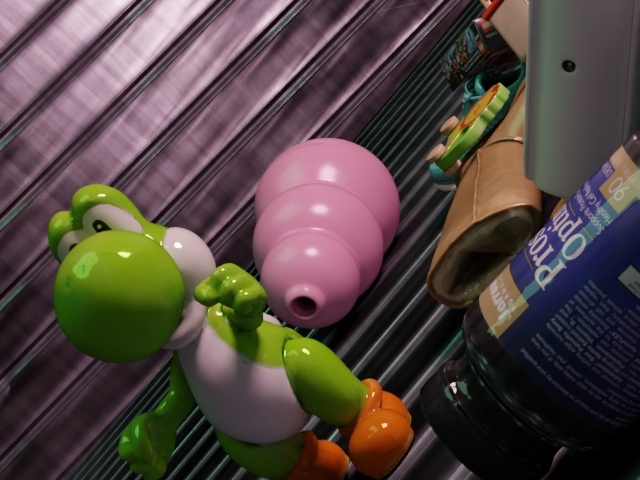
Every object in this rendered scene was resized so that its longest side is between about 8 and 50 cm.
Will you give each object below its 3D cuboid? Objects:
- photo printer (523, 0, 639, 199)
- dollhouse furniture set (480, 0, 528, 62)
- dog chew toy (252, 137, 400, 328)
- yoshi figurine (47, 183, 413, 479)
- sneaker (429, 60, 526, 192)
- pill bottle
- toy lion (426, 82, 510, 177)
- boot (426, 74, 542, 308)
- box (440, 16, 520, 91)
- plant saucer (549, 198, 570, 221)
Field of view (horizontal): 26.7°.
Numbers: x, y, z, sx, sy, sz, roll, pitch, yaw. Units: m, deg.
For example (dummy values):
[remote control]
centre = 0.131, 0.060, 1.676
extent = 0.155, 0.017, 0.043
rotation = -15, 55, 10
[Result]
[photo printer]
centre = 0.252, -0.227, 1.174
extent = 0.256, 0.107, 0.308
rotation = -56, -31, -50
[dollhouse furniture set]
centre = 0.282, -0.317, 1.423
extent = 0.262, 0.135, 0.259
rotation = 5, -42, -44
[dog chew toy]
centre = 0.000, 0.000, 1.832
extent = 0.206, 0.206, 0.332
rotation = -45, 17, 28
[yoshi figurine]
centre = -0.101, 0.106, 1.170
extent = 0.203, 0.362, 0.203
rotation = -51, 8, -21
[sneaker]
centre = 0.215, -0.153, 1.630
extent = 0.275, 0.110, 0.107
rotation = -42, 10, 48
[pill bottle]
centre = 0.165, 0.049, 0.821
extent = 0.219, 0.123, 0.123
rotation = -48, 7, 18
[toy lion]
centre = 0.166, -0.126, 1.462
extent = 0.096, 0.034, 0.100
rotation = -43, 12, 39
[boot]
centre = 0.208, -0.070, 1.349
extent = 0.236, 0.089, 0.269
rotation = -53, 5, 25
[box]
centre = 0.273, -0.261, 1.639
extent = 0.233, 0.044, 0.159
rotation = -23, -5, -12
[plant saucer]
centre = 0.241, -0.038, 1.256
extent = 0.083, 0.013, 0.083
rotation = -48, 7, 7
